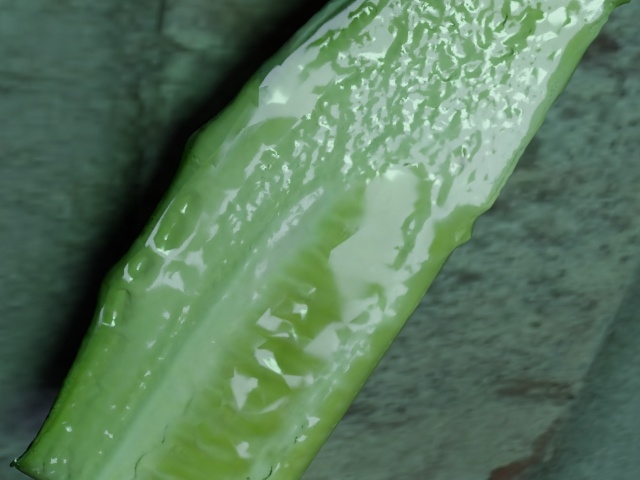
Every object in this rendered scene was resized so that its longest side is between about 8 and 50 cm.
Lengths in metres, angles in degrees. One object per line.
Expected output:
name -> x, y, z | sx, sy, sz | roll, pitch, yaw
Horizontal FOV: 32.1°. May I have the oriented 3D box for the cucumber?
cucumber -> -0.002, -0.002, 0.491 | 0.145, 0.105, 0.325 | 30, 109, -10
